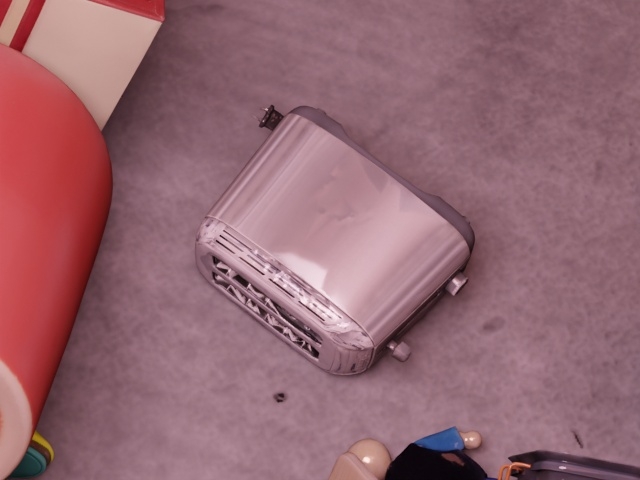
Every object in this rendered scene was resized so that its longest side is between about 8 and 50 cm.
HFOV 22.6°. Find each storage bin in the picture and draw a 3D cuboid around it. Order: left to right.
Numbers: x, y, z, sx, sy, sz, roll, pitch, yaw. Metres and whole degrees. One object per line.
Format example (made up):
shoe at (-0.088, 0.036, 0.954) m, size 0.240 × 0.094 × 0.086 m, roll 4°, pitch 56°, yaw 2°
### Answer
storage bin at (0.176, 0.206, 1.169) m, size 0.098 × 0.135 × 0.091 m, roll 12°, pitch 78°, yaw -5°

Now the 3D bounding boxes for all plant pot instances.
plant pot at (-0.281, 0.033, 1.078) m, size 0.275 × 0.275 × 0.243 m, roll 1°, pitch 42°, yaw -5°

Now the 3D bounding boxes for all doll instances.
doll at (0.104, 0.210, 1.247) m, size 0.189 × 0.046 × 0.129 m, roll 29°, pitch 67°, yaw 6°

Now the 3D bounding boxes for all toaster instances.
toaster at (0.000, 0.000, 1.280) m, size 0.227 × 0.129 × 0.146 m, roll 38°, pitch 71°, yaw 8°

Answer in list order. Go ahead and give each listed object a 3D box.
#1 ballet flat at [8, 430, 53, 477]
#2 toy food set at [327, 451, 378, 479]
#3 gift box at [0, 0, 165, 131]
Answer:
ballet flat at (-0.316, 0.128, 1.228) m, size 0.231 × 0.077 × 0.077 m, roll 6°, pitch 51°, yaw -1°
toy food set at (-0.046, 0.277, 1.075) m, size 0.306 × 0.092 × 0.220 m, roll -21°, pitch 47°, yaw -27°
gift box at (-0.253, -0.166, 1.224) m, size 0.276 × 0.258 × 0.255 m, roll 20°, pitch 43°, yaw -21°
